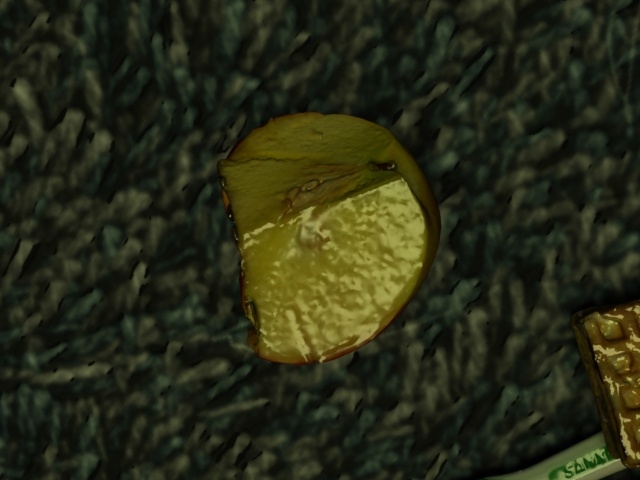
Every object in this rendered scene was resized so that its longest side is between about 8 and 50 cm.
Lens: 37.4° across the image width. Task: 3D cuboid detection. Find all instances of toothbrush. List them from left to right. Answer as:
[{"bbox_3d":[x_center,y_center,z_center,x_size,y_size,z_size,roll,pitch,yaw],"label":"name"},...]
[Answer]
[{"bbox_3d":[0.106,0.177,0.626,0.418,0.040,0.042,-26,78,4],"label":"toothbrush"}]

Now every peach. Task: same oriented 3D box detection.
[{"bbox_3d":[0.006,0.002,0.568,0.151,0.118,0.151,-7,59,12],"label":"peach"}]

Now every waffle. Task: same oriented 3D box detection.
[{"bbox_3d":[0.239,0.073,0.579,0.148,0.042,0.102,-16,78,6],"label":"waffle"}]
